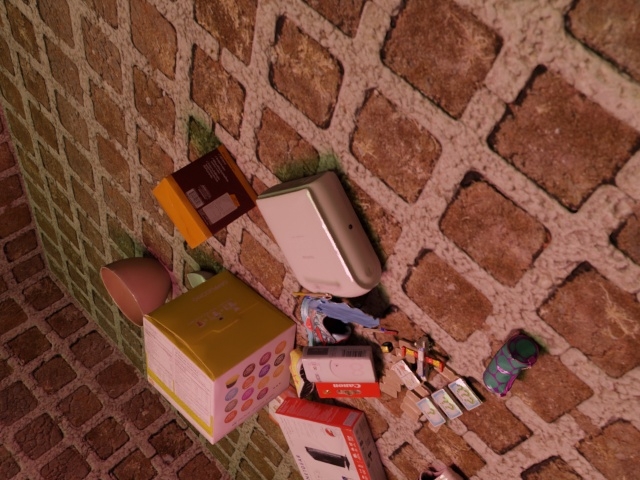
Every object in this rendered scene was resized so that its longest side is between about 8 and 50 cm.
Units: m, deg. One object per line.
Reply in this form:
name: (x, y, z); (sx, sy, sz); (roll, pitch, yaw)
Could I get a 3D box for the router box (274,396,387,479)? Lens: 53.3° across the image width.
router box: (0.038, 0.682, 2.091); (0.301, 0.082, 0.335); (1, 123, 34)

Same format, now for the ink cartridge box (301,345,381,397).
ink cartridge box: (0.063, 0.382, 1.759); (0.189, 0.066, 0.232); (-3, 126, 13)

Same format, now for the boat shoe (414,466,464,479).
boat shoe: (0.309, 0.700, 1.814); (0.088, 0.096, 0.267); (53, 148, 9)

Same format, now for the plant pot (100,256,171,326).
plant pot: (-0.710, 0.177, 2.542); (0.284, 0.191, 0.284); (33, 143, 30)

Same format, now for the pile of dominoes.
pile of dominoes: (0.259, 0.359, 1.619); (0.196, 0.040, 0.251); (38, 137, 24)

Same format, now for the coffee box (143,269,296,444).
coffee box: (-0.322, 0.361, 2.041); (0.338, 0.338, 0.334); (35, 136, 28)

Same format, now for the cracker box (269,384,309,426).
cracker box: (-0.112, 0.618, 2.310); (0.156, 0.067, 0.232); (36, 144, 25)

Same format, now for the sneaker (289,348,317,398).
sneaker: (-0.058, 0.425, 2.052); (0.094, 0.082, 0.208); (41, 144, 39)

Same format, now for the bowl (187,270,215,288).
bowl: (-0.398, 0.163, 2.250); (0.142, 0.053, 0.142); (2, 123, 52)

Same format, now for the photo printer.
photo printer: (0.000, 0.000, 1.512); (0.256, 0.107, 0.307); (-5, 117, 54)

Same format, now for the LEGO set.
LEGO set: (0.246, 0.334, 1.539); (0.244, 0.060, 0.182); (52, 138, 8)

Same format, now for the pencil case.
pencil case: (0.385, 0.256, 1.299); (0.151, 0.065, 0.070); (103, 149, -52)

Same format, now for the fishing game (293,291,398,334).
fishing game: (0.061, 0.172, 1.574); (0.264, 0.041, 0.189); (30, 159, -33)

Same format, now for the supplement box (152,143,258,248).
supplement box: (-0.305, -0.118, 1.712); (0.191, 0.194, 0.129); (56, 149, -6)

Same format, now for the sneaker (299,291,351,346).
sneaker: (0.029, 0.265, 1.743); (0.125, 0.104, 0.261); (11, 130, 45)
